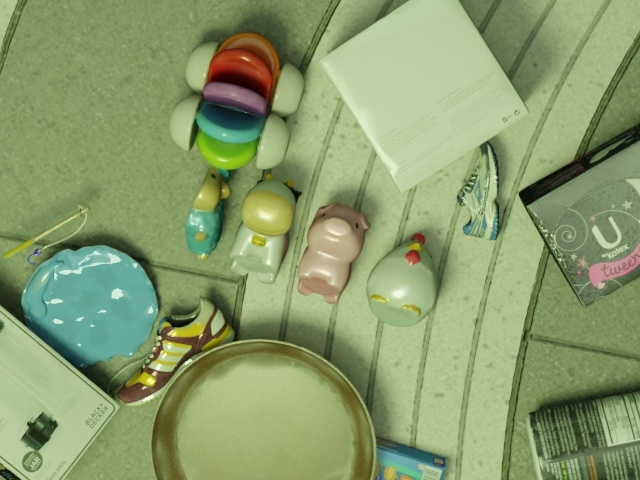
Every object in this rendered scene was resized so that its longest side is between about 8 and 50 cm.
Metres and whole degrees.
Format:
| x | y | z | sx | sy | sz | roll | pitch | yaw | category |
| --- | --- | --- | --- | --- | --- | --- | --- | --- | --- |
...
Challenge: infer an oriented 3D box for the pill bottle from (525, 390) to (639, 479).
| x | y | z | sx | sy | sz | roll | pitch | yaw | category |
| --- | --- | --- | --- | --- | --- | --- | --- | --- | --- |
| 0.408 | 0.274 | 1.925 | 0.245 | 0.130 | 0.131 | -11 | 98 | 6 | pill bottle |

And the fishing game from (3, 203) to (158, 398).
| x | y | z | sx | sy | sz | roll | pitch | yaw | category |
| --- | --- | --- | --- | --- | --- | --- | --- | --- | --- |
| -0.319 | 0.091 | 1.984 | 0.189 | 0.041 | 0.264 | -34 | 110 | 7 | fishing game |

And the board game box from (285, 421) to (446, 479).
| x | y | z | sx | sy | sz | roll | pitch | yaw | category |
| --- | --- | --- | --- | --- | --- | --- | --- | --- | --- |
| 0.053 | 0.352 | 2.004 | 0.210 | 0.047 | 0.160 | 18 | 100 | 1 | board game box |

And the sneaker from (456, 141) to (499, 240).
| x | y | z | sx | sy | sz | roll | pitch | yaw | category |
| --- | --- | --- | --- | --- | --- | --- | --- | --- | --- |
| 0.212 | -0.066 | 1.924 | 0.058 | 0.052 | 0.135 | 1 | 99 | 8 | sneaker |

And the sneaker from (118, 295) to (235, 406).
| x | y | z | sx | sy | sz | roll | pitch | yaw | category |
| --- | --- | --- | --- | --- | --- | --- | --- | --- | --- |
| -0.213 | 0.150 | 1.964 | 0.185 | 0.069 | 0.084 | -36 | 113 | -3 | sneaker |

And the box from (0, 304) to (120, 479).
| x | y | z | sx | sy | sz | roll | pitch | yaw | category |
| --- | --- | --- | --- | --- | --- | --- | --- | --- | --- |
| -0.439 | 0.200 | 1.940 | 0.290 | 0.087 | 0.169 | 41 | 67 | -12 | box |

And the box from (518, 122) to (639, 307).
| x | y | z | sx | sy | sz | roll | pitch | yaw | category |
| --- | --- | --- | --- | --- | --- | --- | --- | --- | --- |
| 0.407 | -0.047 | 1.867 | 0.247 | 0.142 | 0.163 | -30 | 96 | 8 | box |

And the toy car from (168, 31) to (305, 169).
| x | y | z | sx | sy | sz | roll | pitch | yaw | category |
| --- | --- | --- | --- | --- | --- | --- | --- | --- | --- |
| -0.108 | -0.187 | 1.868 | 0.159 | 0.136 | 0.182 | 15 | 74 | 0 | toy car |

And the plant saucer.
| x | y | z | sx | sy | sz | roll | pitch | yaw | category |
| --- | --- | --- | --- | --- | --- | --- | --- | --- | --- |
| -0.077 | 0.281 | 1.953 | 0.310 | 0.050 | 0.311 | 1 | 99 | 5 | plant saucer |

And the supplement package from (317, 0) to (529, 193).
| x | y | z | sx | sy | sz | roll | pitch | yaw | category |
| --- | --- | --- | --- | --- | --- | --- | --- | --- | --- |
| 0.133 | -0.203 | 1.856 | 0.194 | 0.149 | 0.203 | -32 | 96 | 8 | supplement package |

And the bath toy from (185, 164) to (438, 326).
| x | y | z | sx | sy | sz | roll | pitch | yaw | category |
| --- | --- | --- | --- | --- | --- | --- | --- | --- | --- |
| 0.000 | 0.000 | 1.917 | 0.348 | 0.151 | 0.129 | 20 | 65 | 0 | bath toy |
